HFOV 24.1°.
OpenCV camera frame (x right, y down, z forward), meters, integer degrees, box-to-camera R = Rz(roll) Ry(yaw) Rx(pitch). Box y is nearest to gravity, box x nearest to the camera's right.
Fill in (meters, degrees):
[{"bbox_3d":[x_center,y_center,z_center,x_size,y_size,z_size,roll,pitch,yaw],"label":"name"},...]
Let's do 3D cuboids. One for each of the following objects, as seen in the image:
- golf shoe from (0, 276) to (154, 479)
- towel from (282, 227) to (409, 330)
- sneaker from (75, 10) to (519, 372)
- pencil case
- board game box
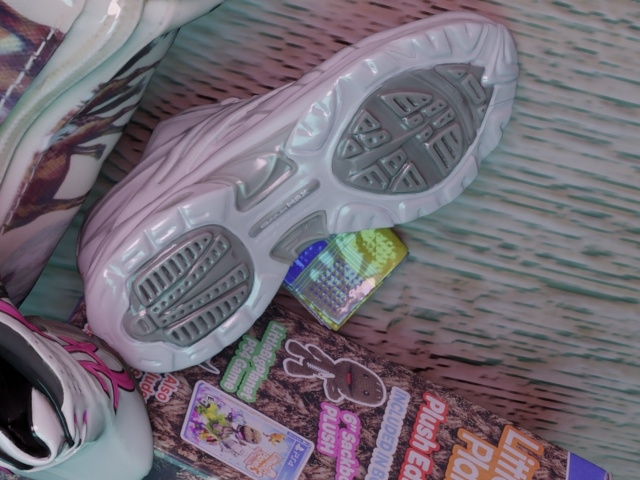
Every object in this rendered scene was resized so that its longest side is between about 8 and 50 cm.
[{"bbox_3d":[-0.116,0.064,0.569,0.067,0.086,0.186,-35,141,3],"label":"golf shoe"},{"bbox_3d":[0.000,0.000,0.751,0.060,0.009,0.083,-42,110,4],"label":"towel"},{"bbox_3d":[-0.020,-0.044,0.685,0.232,0.115,0.090,-31,125,-10],"label":"sneaker"},{"bbox_3d":[-0.187,-0.013,0.649,0.160,0.183,0.410,1,135,-46],"label":"pencil case"},{"bbox_3d":[-0.033,0.175,0.780,0.291,0.141,0.232,27,123,-4],"label":"board game box"}]
